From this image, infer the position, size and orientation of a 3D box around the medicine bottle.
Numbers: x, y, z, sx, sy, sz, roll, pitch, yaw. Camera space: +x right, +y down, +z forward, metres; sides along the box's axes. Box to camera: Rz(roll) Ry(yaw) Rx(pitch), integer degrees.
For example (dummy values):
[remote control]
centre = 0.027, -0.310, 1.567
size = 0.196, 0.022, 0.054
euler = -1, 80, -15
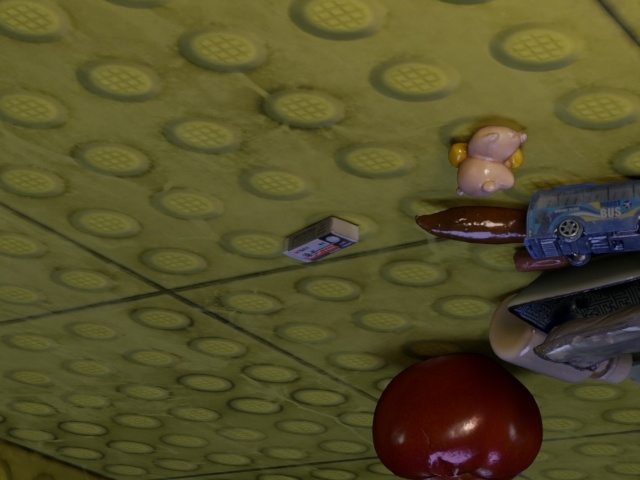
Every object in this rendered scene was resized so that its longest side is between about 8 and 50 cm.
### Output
[medicine bottle]
centre = 0.394, 0.168, 2.388
size = 0.252, 0.114, 0.114
euler = 20, 153, -32

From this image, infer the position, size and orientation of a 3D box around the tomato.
[tomato]
centre = 0.241, 0.316, 2.625
size = 0.298, 0.226, 0.298
euler = -2, 161, -1

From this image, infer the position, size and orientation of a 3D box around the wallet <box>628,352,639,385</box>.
[wallet]
centre = 0.600, 0.211, 2.545
size = 0.155, 0.039, 0.110
euler = -12, 148, 34

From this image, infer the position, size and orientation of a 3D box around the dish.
[dish]
centre = 0.416, 0.068, 2.187
size = 0.243, 0.080, 0.182
euler = -15, 152, 33

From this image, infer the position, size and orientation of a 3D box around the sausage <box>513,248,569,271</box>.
[sausage]
centre = 0.323, 0.026, 2.171
size = 0.083, 0.034, 0.034
euler = -8, 154, 26

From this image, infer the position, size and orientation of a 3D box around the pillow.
[pillow]
centre = 0.440, 0.133, 2.167
size = 0.255, 0.059, 0.169
euler = -22, 150, 38

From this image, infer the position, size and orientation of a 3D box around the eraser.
[eraser]
centre = 0.000, 0.000, 2.181
size = 0.052, 0.029, 0.122
euler = 21, 151, -33

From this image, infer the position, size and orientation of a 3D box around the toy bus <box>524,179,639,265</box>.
[toy bus]
centre = 0.388, -0.028, 1.956
size = 0.236, 0.094, 0.079
euler = -5, 149, 19

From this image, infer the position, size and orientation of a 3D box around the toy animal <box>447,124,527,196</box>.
[toy animal]
centre = 0.216, -0.090, 1.858
size = 0.091, 0.082, 0.114
euler = 14, 155, -24

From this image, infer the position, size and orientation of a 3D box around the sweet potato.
[sweet potato]
centre = 0.261, -0.019, 2.054
size = 0.264, 0.057, 0.057
euler = 4, 157, -2
